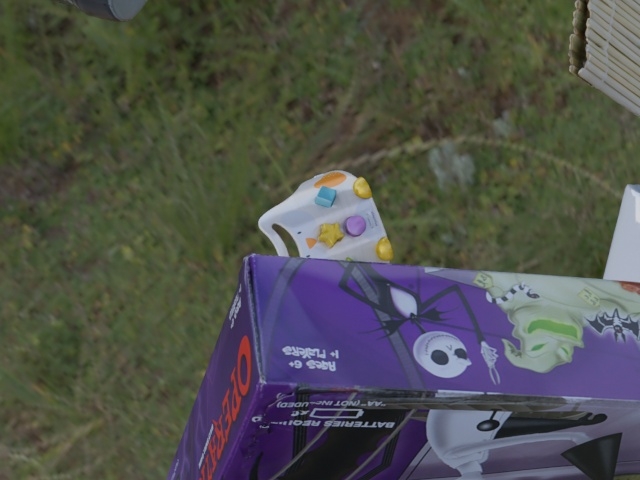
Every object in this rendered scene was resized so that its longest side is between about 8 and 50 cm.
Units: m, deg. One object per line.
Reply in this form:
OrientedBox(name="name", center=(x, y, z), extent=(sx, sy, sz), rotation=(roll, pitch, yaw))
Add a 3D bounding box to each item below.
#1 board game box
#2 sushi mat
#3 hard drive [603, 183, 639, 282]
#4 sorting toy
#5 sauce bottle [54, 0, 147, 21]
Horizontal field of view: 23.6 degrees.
OrientedBox(name="board game box", center=(0.121, 0.095, 0.503), extent=(0.347, 0.208, 0.056), rotation=(4, 54, -16))
OrientedBox(name="sushi mat", center=(0.285, -0.128, 1.107), extent=(0.019, 0.316, 0.151), rotation=(-3, 69, 46))
OrientedBox(name="hard drive", center=(0.211, 0.146, 0.870), extent=(0.203, 0.040, 0.307), rotation=(37, 121, 54))
OrientedBox(name="sorting toy", center=(0.000, 0.000, 0.977), extent=(0.075, 0.045, 0.083), rotation=(-20, 87, -27))
OrientedBox(name="sauce bottle", center=(-0.263, -0.200, 0.906), extent=(0.344, 0.111, 0.111), rotation=(13, 67, 15))
